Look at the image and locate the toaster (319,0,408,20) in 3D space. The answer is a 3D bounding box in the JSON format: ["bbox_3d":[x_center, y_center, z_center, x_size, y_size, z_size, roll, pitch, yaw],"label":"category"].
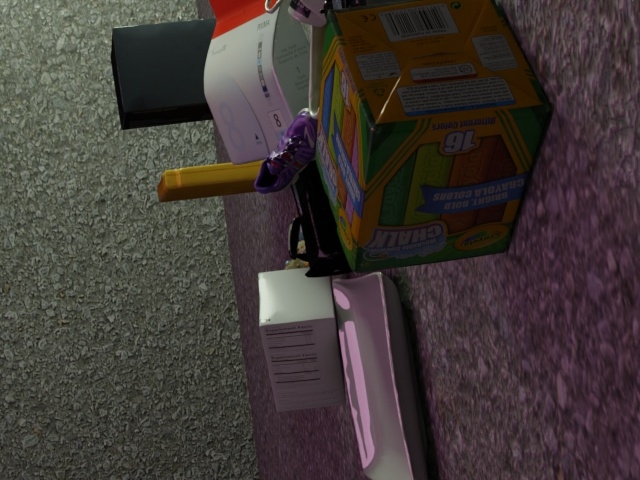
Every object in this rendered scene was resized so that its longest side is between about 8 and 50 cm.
[{"bbox_3d":[0.075,-0.260,1.340,0.185,0.110,0.168,120,140,-73],"label":"toaster"}]

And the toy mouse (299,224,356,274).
[{"bbox_3d":[0.000,0.000,1.934,0.143,0.031,0.161,-27,91,44],"label":"toy mouse"}]

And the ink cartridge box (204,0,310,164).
[{"bbox_3d":[-0.131,-0.326,1.875,0.308,0.091,0.384,-2,114,64],"label":"ink cartridge box"}]

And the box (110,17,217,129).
[{"bbox_3d":[-0.267,-0.359,2.374,0.312,0.343,0.178,180,82,-78],"label":"box"}]

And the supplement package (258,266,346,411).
[{"bbox_3d":[-0.032,0.182,2.024,0.139,0.134,0.244,-95,-2,-46],"label":"supplement package"}]

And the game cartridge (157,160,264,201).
[{"bbox_3d":[-0.193,-0.131,2.323,0.324,0.286,0.052,160,103,-78],"label":"game cartridge"}]

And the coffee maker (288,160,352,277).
[{"bbox_3d":[0.026,-0.048,1.797,0.171,0.120,0.178,-28,68,43],"label":"coffee maker"}]

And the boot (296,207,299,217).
[{"bbox_3d":[-0.022,-0.097,2.032,0.152,0.073,0.197,115,144,-68],"label":"boot"}]

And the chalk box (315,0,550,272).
[{"bbox_3d":[0.102,-0.088,1.169,0.289,0.180,0.179,94,164,-51],"label":"chalk box"}]

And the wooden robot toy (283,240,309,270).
[{"bbox_3d":[-0.009,0.031,2.116,0.076,0.079,0.173,-45,7,26],"label":"wooden robot toy"}]

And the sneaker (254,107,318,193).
[{"bbox_3d":[-0.048,-0.131,1.731,0.068,0.071,0.170,42,125,12],"label":"sneaker"}]

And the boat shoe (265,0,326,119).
[{"bbox_3d":[0.004,-0.333,1.517,0.136,0.157,0.367,-116,20,-56],"label":"boat shoe"}]

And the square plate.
[{"bbox_3d":[0.096,0.222,1.758,0.347,0.049,0.343,161,100,-79],"label":"square plate"}]
